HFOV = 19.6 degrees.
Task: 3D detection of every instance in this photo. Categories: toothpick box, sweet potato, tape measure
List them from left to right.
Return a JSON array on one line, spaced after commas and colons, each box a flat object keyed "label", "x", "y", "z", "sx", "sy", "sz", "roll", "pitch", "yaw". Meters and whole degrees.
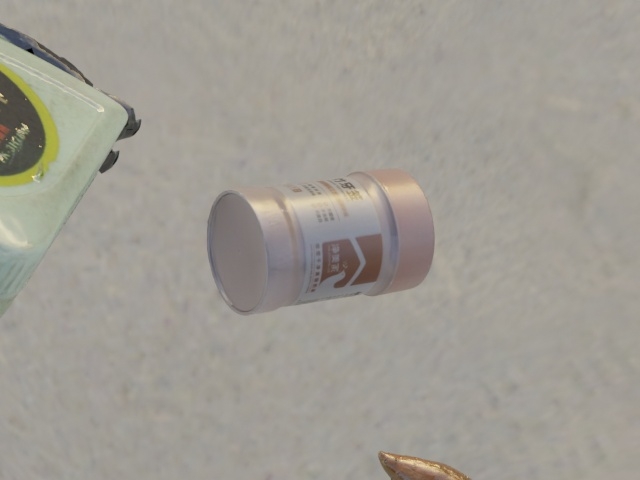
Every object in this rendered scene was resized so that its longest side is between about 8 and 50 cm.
[{"label": "tape measure", "x": -0.244, "y": -0.061, "z": 1.176, "sx": 0.207, "sy": 0.115, "sz": 0.235, "roll": 32, "pitch": 33, "yaw": -6}, {"label": "toothpick box", "x": 0.000, "y": 0.000, "z": 1.421, "sx": 0.149, "sy": 0.098, "sz": 0.098, "roll": -8, "pitch": 76, "yaw": -29}, {"label": "sweet potato", "x": 0.080, "y": 0.171, "z": 1.291, "sx": 0.095, "sy": 0.034, "sz": 0.034, "roll": 25, "pitch": 76, "yaw": -7}]
